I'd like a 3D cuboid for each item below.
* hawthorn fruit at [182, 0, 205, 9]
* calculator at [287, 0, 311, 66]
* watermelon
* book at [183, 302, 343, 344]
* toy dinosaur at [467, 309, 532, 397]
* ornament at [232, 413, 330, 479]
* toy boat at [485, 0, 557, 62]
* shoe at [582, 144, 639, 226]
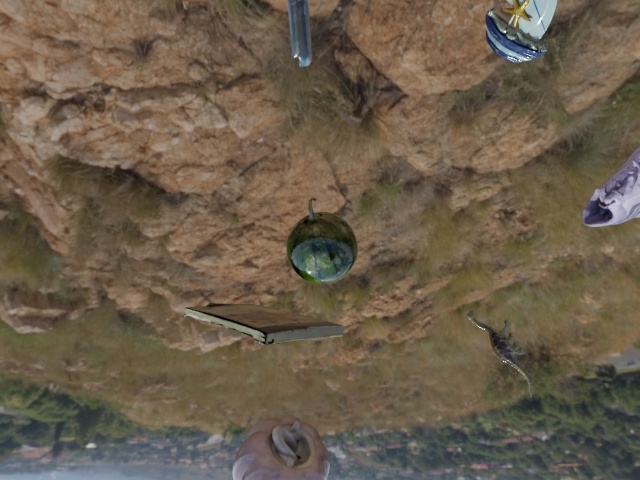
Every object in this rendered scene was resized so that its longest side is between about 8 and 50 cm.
[{"bbox_3d":[-0.303,-0.697,0.979,0.275,0.276,0.300,7,132,-13],"label":"hawthorn fruit"},{"bbox_3d":[-0.055,-0.593,1.066,0.051,0.173,0.293,-3,131,2],"label":"calculator"},{"bbox_3d":[0.001,0.007,0.575,0.108,0.109,0.109,0,150,0],"label":"watermelon"},{"bbox_3d":[-0.098,0.128,0.692,0.231,0.026,0.157,4,179,44],"label":"book"},{"bbox_3d":[0.354,0.199,0.796,0.058,0.180,0.037,-36,148,6],"label":"toy dinosaur"},{"bbox_3d":[-0.068,0.411,0.779,0.177,0.178,0.178,0,150,0],"label":"ornament"},{"bbox_3d":[0.588,-0.652,1.182,0.067,0.220,0.291,-32,161,-26],"label":"toy boat"},{"bbox_3d":[0.558,-0.106,0.741,0.137,0.095,0.245,-23,149,-1],"label":"shoe"}]
